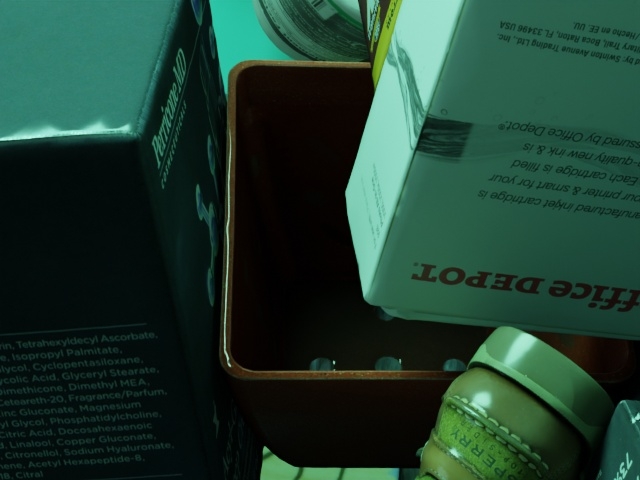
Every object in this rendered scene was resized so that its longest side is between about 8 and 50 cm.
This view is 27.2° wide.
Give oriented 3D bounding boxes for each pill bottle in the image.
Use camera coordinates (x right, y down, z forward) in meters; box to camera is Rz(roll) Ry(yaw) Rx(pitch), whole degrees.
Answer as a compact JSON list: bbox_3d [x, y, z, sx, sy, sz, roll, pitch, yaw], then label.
[{"bbox_3d":[0.044,-0.281,1.327,0.361,0.204,0.204,-176,94,-77],"label":"pill bottle"}]

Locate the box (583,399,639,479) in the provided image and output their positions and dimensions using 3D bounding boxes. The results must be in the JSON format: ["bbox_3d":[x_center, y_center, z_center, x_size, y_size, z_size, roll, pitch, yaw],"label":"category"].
[{"bbox_3d":[0.192,0.199,0.618,0.207,0.108,0.153,-103,24,-56],"label":"box"}]

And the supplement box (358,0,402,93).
[{"bbox_3d":[0.132,-0.196,0.924,0.194,0.191,0.129,-97,19,-47],"label":"supplement box"}]

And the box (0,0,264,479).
[{"bbox_3d":[-0.169,0.032,0.934,0.293,0.212,0.395,-86,-10,-56],"label":"box"}]

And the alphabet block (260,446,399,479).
[{"bbox_3d":[-0.037,0.247,1.387,0.193,0.197,0.192,132,143,-67],"label":"alphabet block"}]

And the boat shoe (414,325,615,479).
[{"bbox_3d":[0.103,0.151,0.784,0.104,0.111,0.307,-50,-27,-14],"label":"boat shoe"}]

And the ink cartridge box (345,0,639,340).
[{"bbox_3d":[0.149,-0.094,0.743,0.121,0.211,0.289,-100,22,-51],"label":"ink cartridge box"}]

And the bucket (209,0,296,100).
[{"bbox_3d":[-0.065,-0.260,1.686,0.183,0.281,0.281,169,108,-73],"label":"bucket"}]

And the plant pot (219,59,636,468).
[{"bbox_3d":[0.062,0.044,1.000,0.236,0.267,0.267,95,175,-55],"label":"plant pot"}]
